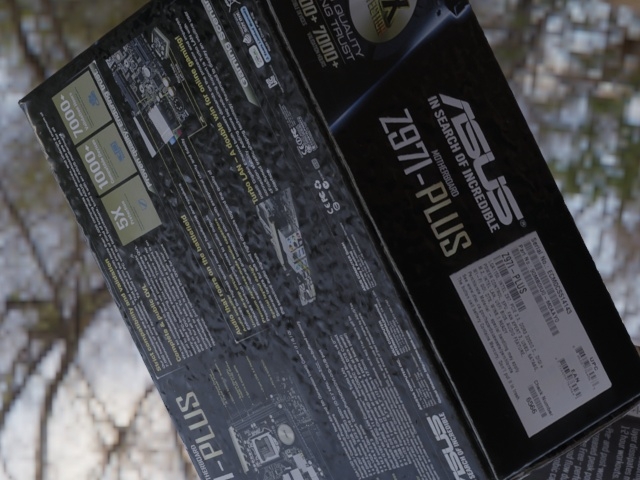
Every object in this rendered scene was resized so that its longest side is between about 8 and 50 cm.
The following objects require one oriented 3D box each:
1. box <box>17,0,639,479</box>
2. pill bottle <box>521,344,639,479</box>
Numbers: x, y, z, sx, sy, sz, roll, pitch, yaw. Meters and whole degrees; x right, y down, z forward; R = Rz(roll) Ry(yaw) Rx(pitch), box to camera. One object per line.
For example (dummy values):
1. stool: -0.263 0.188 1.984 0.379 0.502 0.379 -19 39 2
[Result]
1. box: 0.000 0.000 0.630 0.077 0.180 0.147 -25 179 -39
2. pill bottle: 0.142 0.116 1.026 0.246 0.130 0.130 14 -156 -6
